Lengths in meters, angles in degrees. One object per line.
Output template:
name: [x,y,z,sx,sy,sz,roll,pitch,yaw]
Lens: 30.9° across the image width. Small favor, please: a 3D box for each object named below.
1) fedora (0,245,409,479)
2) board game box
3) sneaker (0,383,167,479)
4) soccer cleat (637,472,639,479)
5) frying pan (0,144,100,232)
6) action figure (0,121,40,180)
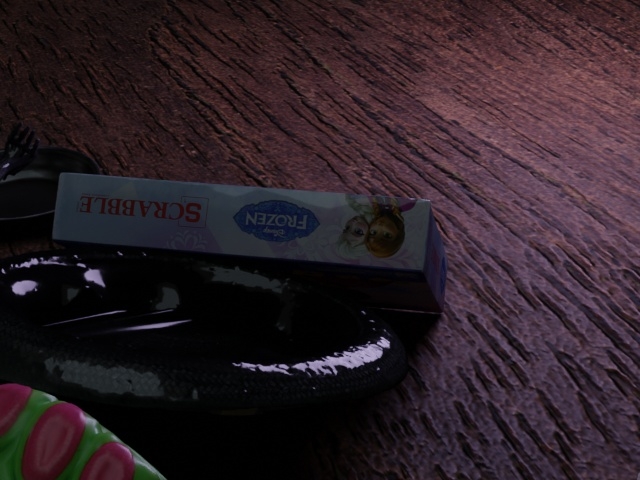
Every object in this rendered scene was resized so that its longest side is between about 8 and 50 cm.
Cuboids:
fedora: [-0.107,0.112,0.818,0.334,0.153,0.334,11,12,-2]
board game box: [-0.045,0.010,1.098,0.318,0.066,0.318,5,-8,11]
sneaker: [-0.053,0.273,0.622,0.185,0.202,0.483,-37,69,-25]
soccer cleat: [0.303,0.218,0.894,0.095,0.083,0.248,34,28,1]
frying pan: [-0.307,-0.058,1.422,0.326,0.053,0.197,6,31,9]
action figure: [-0.428,-0.041,1.261,0.164,0.141,0.276,22,47,3]
